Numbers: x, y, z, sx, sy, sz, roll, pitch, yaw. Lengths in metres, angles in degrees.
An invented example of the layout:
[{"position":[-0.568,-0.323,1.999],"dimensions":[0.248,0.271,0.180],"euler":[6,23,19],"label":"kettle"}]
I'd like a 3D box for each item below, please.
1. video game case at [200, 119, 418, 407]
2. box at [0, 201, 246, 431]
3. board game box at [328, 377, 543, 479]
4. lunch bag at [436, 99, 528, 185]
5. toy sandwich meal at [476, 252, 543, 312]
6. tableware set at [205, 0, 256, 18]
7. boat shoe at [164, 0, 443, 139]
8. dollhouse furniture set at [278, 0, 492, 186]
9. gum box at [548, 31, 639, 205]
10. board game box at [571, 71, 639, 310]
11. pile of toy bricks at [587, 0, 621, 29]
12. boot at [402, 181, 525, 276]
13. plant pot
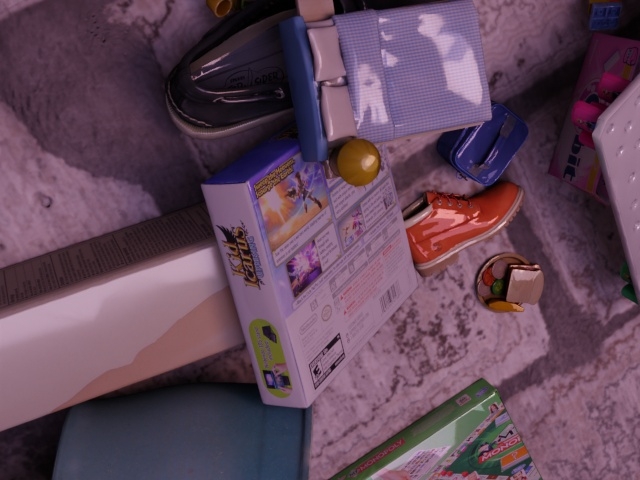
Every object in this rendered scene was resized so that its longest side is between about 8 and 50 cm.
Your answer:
[{"position":[0.000,0.000,1.189],"dimensions":[0.269,0.061,0.244],"euler":[-41,125,-51],"label":"video game case"},{"position":[-0.226,0.074,1.177],"dimensions":[0.311,0.148,0.121],"euler":[-19,111,-11],"label":"box"},{"position":[0.125,0.345,1.426],"dimensions":[0.317,0.046,0.213],"euler":[-32,112,-7],"label":"board game box"},{"position":[0.184,-0.111,1.298],"dimensions":[0.067,0.065,0.098],"euler":[32,93,-23],"label":"lunch bag"},{"position":[0.231,0.055,1.383],"dimensions":[0.085,0.029,0.086],"euler":[-5,107,-17],"label":"toy sandwich meal"},{"position":[-0.057,-0.287,1.158],"dimensions":[0.154,0.024,0.104],"euler":[-49,151,2],"label":"tableware set"},{"position":[-0.001,-0.213,1.162],"dimensions":[0.340,0.113,0.127],"euler":[-20,76,-9],"label":"boat shoe"},{"position":[0.127,-0.217,1.042],"dimensions":[0.286,0.198,0.303],"euler":[-11,97,-20],"label":"dollhouse furniture set"},{"position":[0.339,-0.139,1.318],"dimensions":[0.062,0.107,0.188],"euler":[11,102,-21],"label":"gum box"},{"position":[0.443,-0.149,1.263],"dimensions":[0.390,0.050,0.390],"euler":[-47,142,-11],"label":"board game box"},{"position":[0.388,-0.303,1.294],"dimensions":[0.212,0.105,0.118],"euler":[-3,137,-1],"label":"pile of toy bricks"},{"position":[0.162,-0.034,1.321],"dimensions":[0.158,0.059,0.085],"euler":[-34,108,-5],"label":"boot"},{"position":[-0.152,0.271,1.211],"dimensions":[0.255,0.271,0.272],"euler":[8,104,-4],"label":"plant pot"}]
